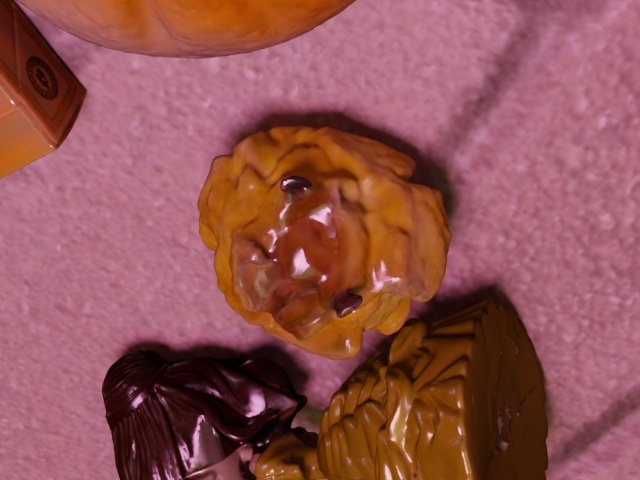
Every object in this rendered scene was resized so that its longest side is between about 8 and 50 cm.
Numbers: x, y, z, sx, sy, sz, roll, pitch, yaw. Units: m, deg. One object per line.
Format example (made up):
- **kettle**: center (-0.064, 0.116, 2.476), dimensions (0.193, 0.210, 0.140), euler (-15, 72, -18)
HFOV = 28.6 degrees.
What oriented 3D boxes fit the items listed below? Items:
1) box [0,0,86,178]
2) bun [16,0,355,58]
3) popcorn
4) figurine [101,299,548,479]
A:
- **box**: center (-0.303, -0.142, 0.785), dimensions (0.174, 0.076, 0.274), euler (-23, 121, 25)
- **bun**: center (-0.087, -0.218, 0.642), dimensions (0.299, 0.165, 0.299), euler (3, 126, 4)
- **popcorn**: center (0.000, 0.000, 0.819), dimensions (0.167, 0.152, 0.148), euler (13, 100, -1)
- **figurine**: center (-0.009, 0.149, 0.924), dimensions (0.315, 0.187, 0.168), euler (-10, 130, 25)
